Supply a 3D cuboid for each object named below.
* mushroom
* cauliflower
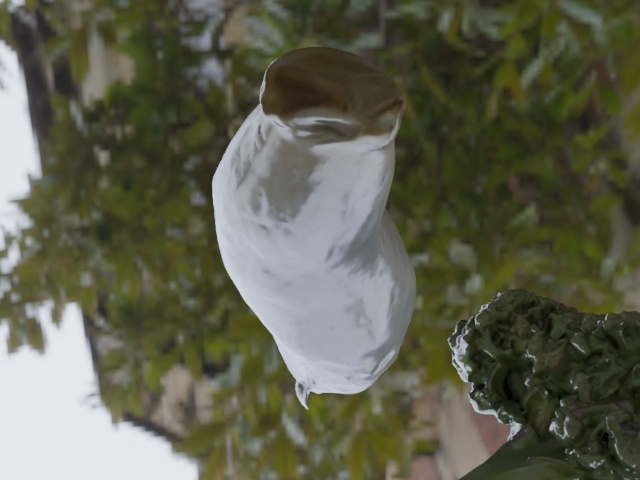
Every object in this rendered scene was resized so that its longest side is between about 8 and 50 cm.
[{"bbox_3d":[-0.002,0.000,1.080,0.109,0.351,0.097,-2,-114,3],"label":"mushroom"},{"bbox_3d":[0.173,0.169,1.350,0.315,0.239,0.256,-26,-159,-28],"label":"cauliflower"}]
